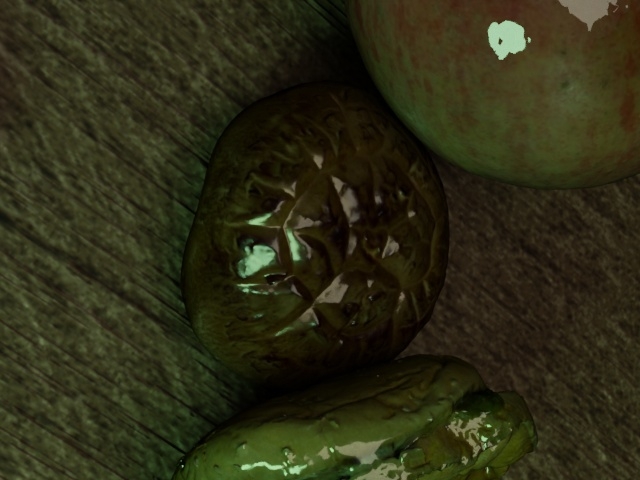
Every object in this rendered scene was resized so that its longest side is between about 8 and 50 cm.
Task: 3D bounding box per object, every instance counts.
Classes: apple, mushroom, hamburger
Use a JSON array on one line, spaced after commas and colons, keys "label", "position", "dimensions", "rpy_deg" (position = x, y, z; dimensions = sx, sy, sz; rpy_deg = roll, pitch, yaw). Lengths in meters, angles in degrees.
[{"label": "apple", "position": [0.185, -0.182, 1.164], "dimensions": [0.345, 0.345, 0.269], "rpy_deg": [-22, 117, -25]}, {"label": "mushroom", "position": [0.000, 0.000, 1.177], "dimensions": [0.253, 0.153, 0.253], "rpy_deg": [-7, 102, -37]}, {"label": "hamburger", "position": [0.015, 0.178, 1.145], "dimensions": [0.285, 0.265, 0.134], "rpy_deg": [-19, 64, -31]}]
